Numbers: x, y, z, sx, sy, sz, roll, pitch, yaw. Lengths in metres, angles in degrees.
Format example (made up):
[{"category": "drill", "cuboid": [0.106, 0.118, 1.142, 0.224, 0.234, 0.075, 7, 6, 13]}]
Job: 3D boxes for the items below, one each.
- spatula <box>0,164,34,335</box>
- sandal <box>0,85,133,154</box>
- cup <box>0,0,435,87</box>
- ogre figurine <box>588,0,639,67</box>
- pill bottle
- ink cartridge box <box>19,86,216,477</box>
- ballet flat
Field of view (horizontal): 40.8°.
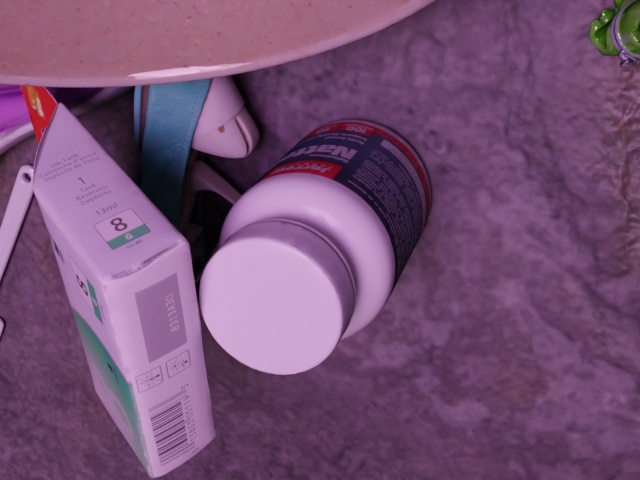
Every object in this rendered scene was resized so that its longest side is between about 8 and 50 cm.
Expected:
[{"category": "spatula", "cuboid": [-0.333, 0.003, 0.735, 0.168, 0.019, 0.242, 32, 120, 4]}, {"category": "sandal", "cuboid": [-0.307, -0.102, 0.623, 0.416, 0.102, 0.169, -26, 100, 23]}, {"category": "cup", "cuboid": [-0.101, -0.222, 0.338, 0.331, 0.331, 0.237, -8, 82, 22]}, {"category": "ogre figurine", "cuboid": [0.220, -0.149, 0.418, 0.197, 0.118, 0.097, -15, 108, 25]}, {"category": "pill bottle", "cuboid": [0.000, 0.000, 0.526, 0.107, 0.180, 0.108, 7, 115, 15]}, {"category": "ink cartridge box", "cuboid": [-0.147, 0.011, 0.532, 0.224, 0.056, 0.181, 42, 148, 34]}, {"category": "ballet flat", "cuboid": [-0.088, -0.055, 0.595, 0.087, 0.083, 0.247, 15, 122, -1]}]
